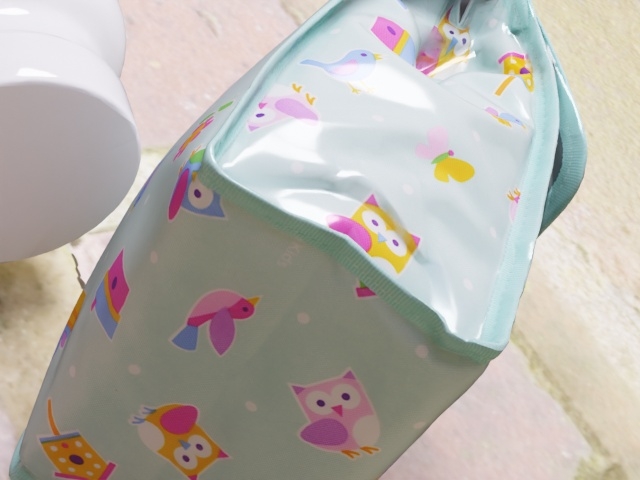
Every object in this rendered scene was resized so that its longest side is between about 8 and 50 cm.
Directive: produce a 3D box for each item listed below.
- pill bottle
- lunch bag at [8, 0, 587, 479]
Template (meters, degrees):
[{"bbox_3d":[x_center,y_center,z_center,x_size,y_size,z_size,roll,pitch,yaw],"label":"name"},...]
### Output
[{"bbox_3d":[-0.185,-0.126,0.750,0.153,0.153,0.264,0,49,-32],"label":"pill bottle"},{"bbox_3d":[0.000,0.000,0.679,0.160,0.223,0.262,34,38,-6],"label":"lunch bag"}]
